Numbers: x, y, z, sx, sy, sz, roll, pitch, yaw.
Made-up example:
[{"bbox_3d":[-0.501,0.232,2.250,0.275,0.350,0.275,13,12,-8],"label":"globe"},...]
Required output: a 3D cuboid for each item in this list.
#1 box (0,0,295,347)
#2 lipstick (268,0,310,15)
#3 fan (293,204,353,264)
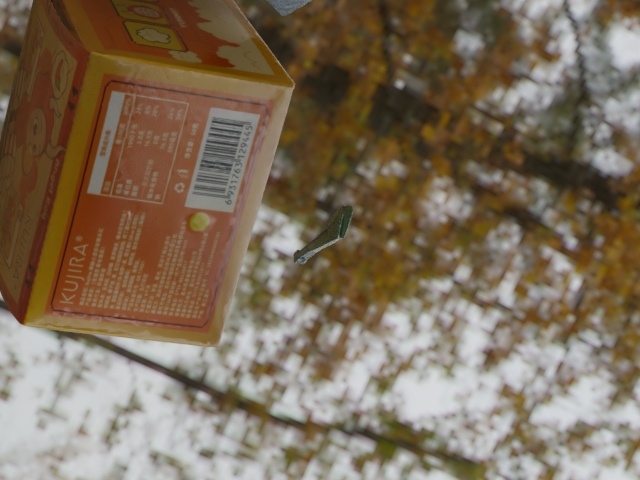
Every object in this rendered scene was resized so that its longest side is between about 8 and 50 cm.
[{"bbox_3d":[-0.188,-0.086,1.759,0.259,0.214,0.283,-124,-133,-56],"label":"box"},{"bbox_3d":[-0.091,-0.300,1.659,0.051,0.312,0.051,-27,-119,15],"label":"lipstick"},{"bbox_3d":[0.000,0.000,2.001,0.193,0.016,0.038,139,-32,-69],"label":"fan"}]
